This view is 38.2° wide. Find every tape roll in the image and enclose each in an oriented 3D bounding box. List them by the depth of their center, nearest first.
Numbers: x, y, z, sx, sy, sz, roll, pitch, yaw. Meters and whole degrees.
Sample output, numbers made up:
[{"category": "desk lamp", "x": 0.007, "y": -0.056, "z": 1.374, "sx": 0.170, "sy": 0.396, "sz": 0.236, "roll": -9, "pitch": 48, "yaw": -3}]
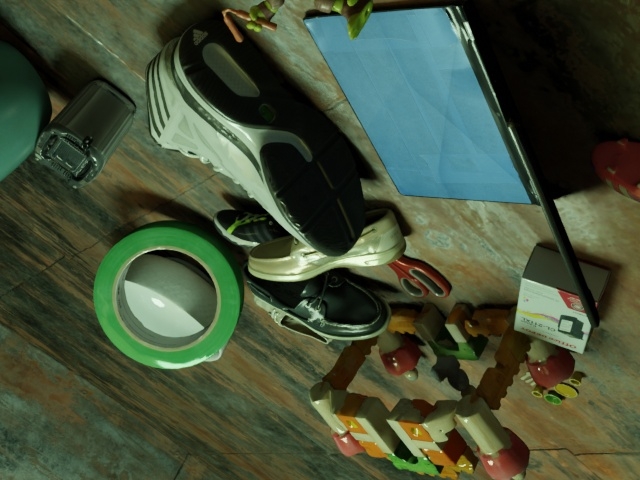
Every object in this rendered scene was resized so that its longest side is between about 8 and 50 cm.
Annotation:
[{"category": "tape roll", "x": -0.329, "y": 0.118, "z": 2.019, "sx": 0.321, "sy": 0.321, "sz": 0.077, "roll": 32, "pitch": -166, "yaw": -4}]

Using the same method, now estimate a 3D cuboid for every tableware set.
[{"category": "tableware set", "x": 0.465, "y": 0.286, "z": 1.825, "sx": 0.104, "sy": 0.024, "sz": 0.154, "roll": 31, "pitch": 151, "yaw": -2}]

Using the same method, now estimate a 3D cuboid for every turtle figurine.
[{"category": "turtle figurine", "x": -0.037, "y": -0.343, "z": 1.205, "sx": 0.217, "sy": 0.087, "sz": 0.269, "roll": 28, "pitch": 144, "yaw": 16}]

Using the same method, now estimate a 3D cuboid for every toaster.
[{"category": "toaster", "x": -0.442, "y": -0.206, "z": 1.749, "sx": 0.129, "sy": 0.146, "sz": 0.227, "roll": 37, "pitch": 152, "yaw": -14}]

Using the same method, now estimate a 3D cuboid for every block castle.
[{"category": "block castle", "x": 0.228, "y": 0.291, "z": 1.769, "sx": 0.453, "sy": 0.303, "sz": 0.212, "roll": -4, "pitch": 130, "yaw": 46}]

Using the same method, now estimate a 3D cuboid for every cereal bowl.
[{"category": "cereal bowl", "x": -0.355, "y": 0.143, "z": 2.240, "sx": 0.339, "sy": 0.141, "sz": 0.339, "roll": 23, "pitch": 150, "yaw": 14}]

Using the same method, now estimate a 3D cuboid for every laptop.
[{"category": "laptop", "x": 0.172, "y": -0.103, "z": 1.262, "sx": 0.236, "sy": 0.407, "sz": 0.382, "roll": -22, "pitch": 131, "yaw": 15}]

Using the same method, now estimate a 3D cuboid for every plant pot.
[{"category": "plant pot", "x": -0.661, "y": -0.249, "z": 1.756, "sx": 0.293, "sy": 0.235, "sz": 0.293, "roll": 33, "pitch": 147, "yaw": 24}]

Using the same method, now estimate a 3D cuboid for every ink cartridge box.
[{"category": "ink cartridge box", "x": 0.399, "y": 0.101, "z": 1.535, "sx": 0.128, "sy": 0.072, "sz": 0.175, "roll": 19, "pitch": 149, "yaw": 19}]

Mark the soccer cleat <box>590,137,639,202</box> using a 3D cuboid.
[{"category": "soccer cleat", "x": 0.468, "y": -0.056, "z": 1.213, "sx": 0.248, "sy": 0.083, "sz": 0.095, "roll": 21, "pitch": 155, "yaw": 11}]

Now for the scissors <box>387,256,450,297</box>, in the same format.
[{"category": "scissors", "x": 0.121, "y": 0.017, "z": 1.721, "sx": 0.297, "sy": 0.021, "sz": 0.109, "roll": 42, "pitch": 152, "yaw": -19}]

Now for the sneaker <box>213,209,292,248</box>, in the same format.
[{"category": "sneaker", "x": -0.098, "y": -0.031, "z": 1.812, "sx": 0.235, "sy": 0.084, "sz": 0.097, "roll": 21, "pitch": 127, "yaw": 14}]

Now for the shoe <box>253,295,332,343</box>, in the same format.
[{"category": "shoe", "x": -0.060, "y": 0.171, "z": 2.095, "sx": 0.219, "sy": 0.058, "sz": 0.076, "roll": 21, "pitch": 150, "yaw": 16}]

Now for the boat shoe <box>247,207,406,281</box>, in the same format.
[{"category": "boat shoe", "x": 0.000, "y": 0.000, "z": 1.672, "sx": 0.303, "sy": 0.109, "sz": 0.098, "roll": -8, "pitch": 124, "yaw": 22}]

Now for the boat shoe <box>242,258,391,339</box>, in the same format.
[{"category": "boat shoe", "x": -0.019, "y": 0.102, "z": 1.876, "sx": 0.340, "sy": 0.127, "sz": 0.113, "roll": 23, "pitch": 164, "yaw": 32}]

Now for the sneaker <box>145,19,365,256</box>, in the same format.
[{"category": "sneaker", "x": -0.120, "y": -0.155, "z": 1.552, "sx": 0.447, "sy": 0.169, "sz": 0.258, "roll": 52, "pitch": 153, "yaw": -20}]
